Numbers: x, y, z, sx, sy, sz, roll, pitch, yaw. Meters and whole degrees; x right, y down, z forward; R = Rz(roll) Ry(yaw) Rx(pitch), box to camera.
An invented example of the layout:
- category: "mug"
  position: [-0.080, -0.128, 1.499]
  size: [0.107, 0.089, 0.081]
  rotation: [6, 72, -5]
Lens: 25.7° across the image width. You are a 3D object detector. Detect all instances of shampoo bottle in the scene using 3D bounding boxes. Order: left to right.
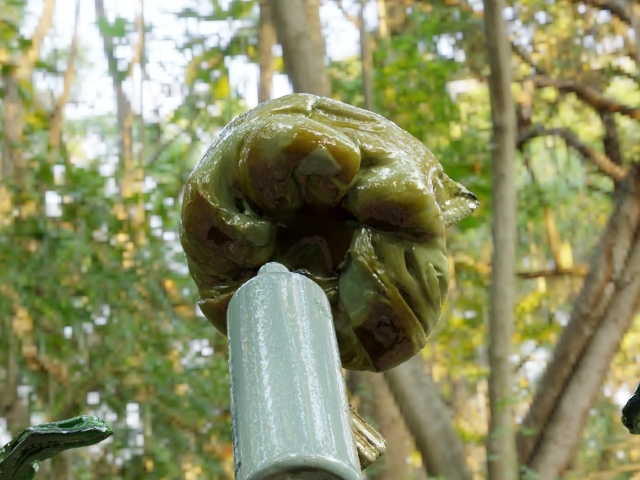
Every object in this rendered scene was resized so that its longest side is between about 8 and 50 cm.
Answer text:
- category: "shampoo bottle"
  position: [-0.025, 0.100, 1.019]
  size: [0.085, 0.262, 0.085]
  rotation: [-3, -56, -4]

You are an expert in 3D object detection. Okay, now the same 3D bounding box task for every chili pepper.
- category: "chili pepper"
  position: [-0.311, 0.240, 1.545]
  size: [0.182, 0.073, 0.050]
  rotation: [-40, 9, 26]

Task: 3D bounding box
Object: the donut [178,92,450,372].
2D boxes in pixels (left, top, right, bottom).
- category: "donut"
  position: [0.000, 0.000, 1.741]
  size: [0.360, 0.360, 0.170]
  rotation: [-10, 24, 18]

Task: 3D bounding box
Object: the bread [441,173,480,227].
- category: "bread"
  position: [0.127, -0.094, 1.929]
  size: [0.169, 0.140, 0.160]
  rotation: [-26, -50, -24]

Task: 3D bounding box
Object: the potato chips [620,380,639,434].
- category: "potato chips"
  position: [0.455, 0.033, 1.474]
  size: [0.070, 0.429, 0.358]
  rotation: [36, 2, 13]

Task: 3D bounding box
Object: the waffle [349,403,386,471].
- category: "waffle"
  position: [0.002, 0.229, 1.714]
  size: [0.042, 0.148, 0.102]
  rotation: [-46, 0, -40]
